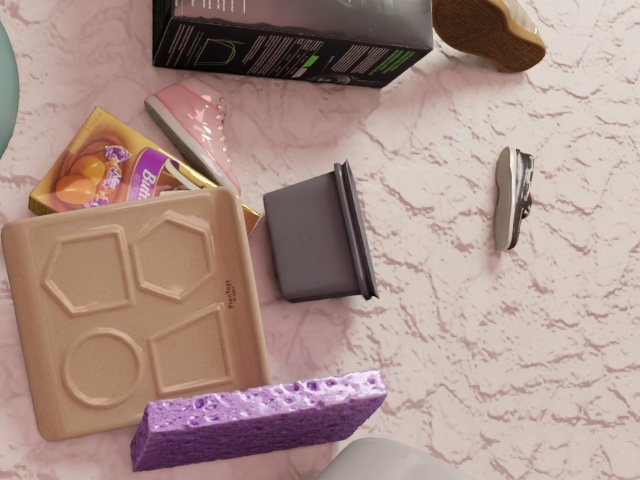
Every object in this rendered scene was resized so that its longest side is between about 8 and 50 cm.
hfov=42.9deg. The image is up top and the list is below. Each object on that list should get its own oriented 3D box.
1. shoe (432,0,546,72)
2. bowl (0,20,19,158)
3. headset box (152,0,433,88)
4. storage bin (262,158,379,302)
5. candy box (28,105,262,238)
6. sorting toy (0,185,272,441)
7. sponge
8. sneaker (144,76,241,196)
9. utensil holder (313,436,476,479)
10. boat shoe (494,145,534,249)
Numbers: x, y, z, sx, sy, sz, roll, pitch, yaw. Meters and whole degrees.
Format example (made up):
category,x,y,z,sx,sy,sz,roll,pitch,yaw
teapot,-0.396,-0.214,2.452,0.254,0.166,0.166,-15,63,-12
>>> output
category,x,y,z,sx,sy,sz,roll,pitch,yaw
shoe,0.181,-0.247,0.907,0.219,0.076,0.058,14,58,-52
bowl,-0.406,-0.161,0.652,0.311,0.163,0.312,6,73,-19
headset box,-0.022,-0.301,0.834,0.282,0.131,0.247,1,82,-19
storage bin,0.000,0.000,0.804,0.091,0.098,0.135,-12,80,6
candy box,-0.162,-0.026,0.766,0.186,0.053,0.109,34,67,-10
sorting toy,-0.158,0.062,0.714,0.208,0.038,0.193,-10,94,-5
sponge,-0.056,0.160,0.718,0.210,0.117,0.031,-4,61,-21
sneaker,-0.107,-0.105,0.806,0.070,0.051,0.134,-38,87,-19
utensil holder,0.012,0.387,0.578,0.328,0.327,0.385,48,63,-3
boat shoe,0.220,-0.046,0.916,0.038,0.046,0.125,12,64,-12
